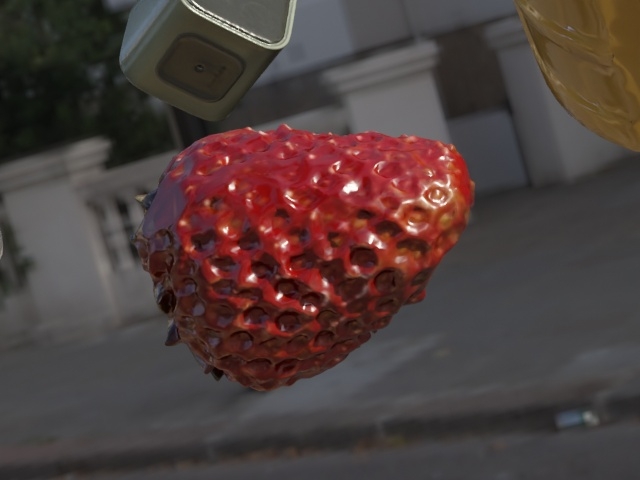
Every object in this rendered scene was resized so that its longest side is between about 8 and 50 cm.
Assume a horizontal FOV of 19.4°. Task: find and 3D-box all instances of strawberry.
[{"bbox_3d":[0.000,0.000,1.349,0.244,0.205,0.205,-19,5,25],"label":"strawberry"}]

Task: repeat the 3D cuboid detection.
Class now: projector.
[{"bbox_3d":[-0.072,-0.138,1.198,0.082,0.083,0.083,-46,27,43],"label":"projector"}]

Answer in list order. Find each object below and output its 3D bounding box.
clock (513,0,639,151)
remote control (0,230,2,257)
[{"bbox_3d":[0.149,-0.193,0.611,0.200,0.244,0.317,-8,49,16],"label":"clock"},{"bbox_3d":[-0.332,-0.023,1.418,0.190,0.087,0.029,11,53,14],"label":"remote control"}]
